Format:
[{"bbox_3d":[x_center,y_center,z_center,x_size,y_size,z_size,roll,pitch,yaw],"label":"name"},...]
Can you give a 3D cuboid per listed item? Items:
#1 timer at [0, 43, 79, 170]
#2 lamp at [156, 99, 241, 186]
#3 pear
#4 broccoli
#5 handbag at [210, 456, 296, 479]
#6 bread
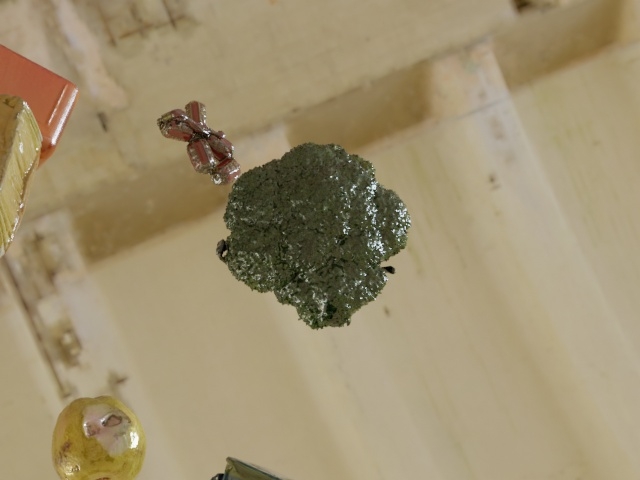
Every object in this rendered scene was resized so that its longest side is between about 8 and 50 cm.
[{"bbox_3d":[-0.586,-0.201,2.267,0.250,0.257,0.161,-33,-141,44],"label":"timer"},{"bbox_3d":[-0.104,-0.085,1.194,0.031,0.083,0.063,-31,-176,37],"label":"lamp"},{"bbox_3d":[-0.394,0.358,2.356,0.178,0.178,0.178,-22,-175,2],"label":"pear"},{"bbox_3d":[0.000,0.000,2.184,0.321,0.304,0.283,-38,159,-19],"label":"broccoli"},{"bbox_3d":[-0.078,0.459,1.912,0.241,0.222,0.263,-65,165,-10],"label":"handbag"},{"bbox_3d":[-0.486,-0.088,1.860,0.152,0.119,0.288,1,-135,3],"label":"bread"}]
